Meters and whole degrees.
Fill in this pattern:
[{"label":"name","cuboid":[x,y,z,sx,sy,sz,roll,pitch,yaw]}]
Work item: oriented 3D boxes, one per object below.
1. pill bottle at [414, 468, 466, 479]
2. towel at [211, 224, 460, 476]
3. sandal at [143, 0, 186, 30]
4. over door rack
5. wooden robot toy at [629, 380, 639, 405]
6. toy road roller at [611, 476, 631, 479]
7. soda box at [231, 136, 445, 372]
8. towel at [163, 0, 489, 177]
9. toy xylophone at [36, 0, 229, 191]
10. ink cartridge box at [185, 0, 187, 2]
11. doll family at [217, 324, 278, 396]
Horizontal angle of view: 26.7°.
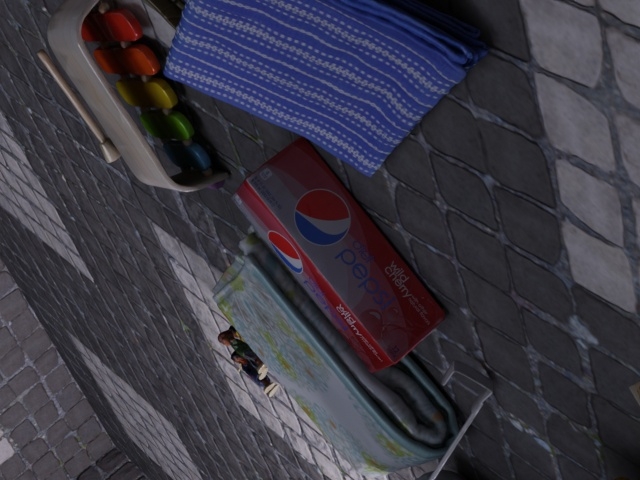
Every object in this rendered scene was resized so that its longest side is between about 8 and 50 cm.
[{"label":"pill bottle","cuboid":[0.222,0.438,1.712,0.301,0.169,0.169,35,155,40]},{"label":"towel","cuboid":[0.008,0.152,1.797,0.374,0.090,0.320,50,163,2]},{"label":"sandal","cuboid":[-0.174,-0.289,1.449,0.180,0.072,0.049,50,-178,-9]},{"label":"over door rack","cuboid":[0.149,0.339,1.500,0.108,0.239,0.324,13,122,-3]},{"label":"wooden robot toy","cuboid":[0.329,0.140,1.102,0.173,0.076,0.079,36,145,36]},{"label":"toy road roller","cuboid":[0.289,0.352,1.214,0.202,0.240,0.329,51,137,0]},{"label":"soda box","cuboid":[0.019,0.018,1.516,0.263,0.092,0.083,51,159,1]},{"label":"towel","cuboid":[-0.012,-0.158,1.206,0.243,0.040,0.336,25,162,-7]},{"label":"toy xylophone","cuboid":[-0.260,-0.191,1.768,0.236,0.081,0.323,22,146,54]},{"label":"ink cartridge box","cuboid":[-0.057,-0.228,1.290,0.104,0.060,0.180,54,160,-9]},{"label":"doll family","cuboid":[-0.103,0.178,2.103,0.111,0.076,0.193,37,160,23]}]
